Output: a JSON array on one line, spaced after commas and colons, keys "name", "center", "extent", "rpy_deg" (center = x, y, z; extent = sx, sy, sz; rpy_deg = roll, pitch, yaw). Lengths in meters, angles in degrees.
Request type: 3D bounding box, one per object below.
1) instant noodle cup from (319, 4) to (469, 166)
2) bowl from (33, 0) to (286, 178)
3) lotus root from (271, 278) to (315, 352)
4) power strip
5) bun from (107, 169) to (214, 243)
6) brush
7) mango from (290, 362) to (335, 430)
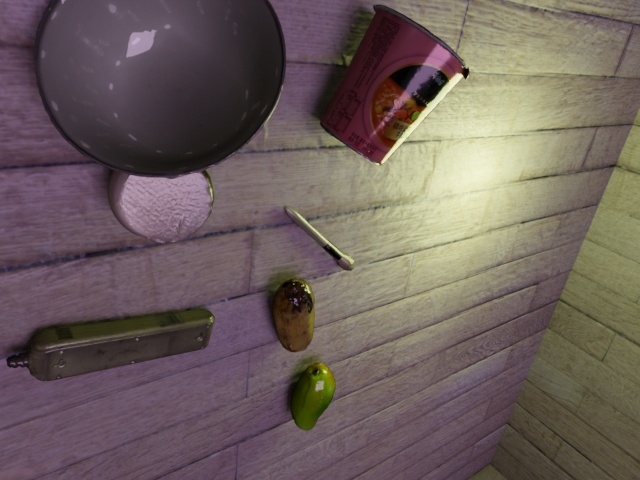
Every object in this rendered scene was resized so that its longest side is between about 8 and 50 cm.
[{"name": "instant noodle cup", "center": [0.133, -0.299, 0.971], "extent": [0.244, 0.244, 0.255], "rpy_deg": [19, 112, -44]}, {"name": "bowl", "center": [-0.216, -0.238, 0.714], "extent": [0.337, 0.337, 0.157], "rpy_deg": [-47, 176, -6]}, {"name": "lotus root", "center": [-0.068, 0.187, 1.187], "extent": [0.110, 0.097, 0.258], "rpy_deg": [-18, 134, -21]}, {"name": "power strip", "center": [-0.398, 0.203, 0.951], "extent": [0.387, 0.066, 0.092], "rpy_deg": [-3, 119, -41]}, {"name": "bun", "center": [-0.276, -0.089, 0.824], "extent": [0.173, 0.120, 0.173], "rpy_deg": [-14, 120, -25]}, {"name": "brush", "center": [0.000, 0.000, 1.171], "extent": [0.039, 0.042, 0.299], "rpy_deg": [-50, 132, -1]}, {"name": "mango", "center": [-0.021, 0.449, 1.375], "extent": [0.125, 0.111, 0.233], "rpy_deg": [-8, 122, -31]}]
